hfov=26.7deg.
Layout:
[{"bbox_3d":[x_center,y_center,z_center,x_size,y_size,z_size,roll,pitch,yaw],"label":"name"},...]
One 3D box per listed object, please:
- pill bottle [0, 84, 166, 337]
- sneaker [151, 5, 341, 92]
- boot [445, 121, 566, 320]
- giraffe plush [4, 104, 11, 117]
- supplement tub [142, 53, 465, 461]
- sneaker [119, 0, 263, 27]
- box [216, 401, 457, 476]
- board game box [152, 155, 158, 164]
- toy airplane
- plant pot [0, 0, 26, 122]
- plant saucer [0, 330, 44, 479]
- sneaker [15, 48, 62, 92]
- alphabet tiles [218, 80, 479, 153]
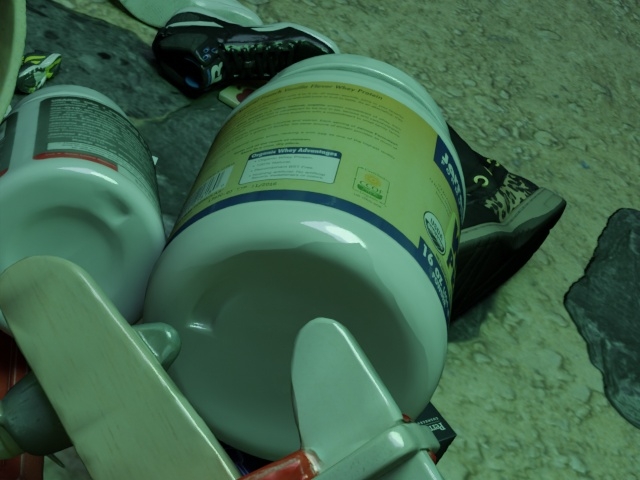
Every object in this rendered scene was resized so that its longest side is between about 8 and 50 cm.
[{"bbox_3d":[-0.220,-0.034,1.173,0.161,0.161,0.283,17,18,-15],"label":"pill bottle"},{"bbox_3d":[-0.092,-0.205,1.587,0.217,0.079,0.121,12,36,9],"label":"sneaker"},{"bbox_3d":[0.082,-0.058,1.456,0.284,0.138,0.377,42,33,17],"label":"boot"},{"bbox_3d":[-0.373,-0.189,1.306,0.210,0.170,0.181,-14,52,-44],"label":"giraffe plush"},{"bbox_3d":[0.000,0.000,1.095,0.228,0.228,0.316,24,34,-5],"label":"supplement tub"},{"bbox_3d":[-0.168,-0.301,1.686,0.212,0.080,0.094,29,23,-10],"label":"sneaker"},{"bbox_3d":[-0.043,0.158,1.153,0.261,0.103,0.184,-10,52,-42],"label":"box"},{"bbox_3d":[-0.251,-0.078,1.373,0.154,0.026,0.103,22,35,-8],"label":"board game box"},{"bbox_3d":[-0.083,0.226,0.890,0.385,0.272,0.386,13,69,0],"label":"toy airplane"},{"bbox_3d":[-0.471,-0.196,1.120,0.305,0.333,0.334,20,24,40],"label":"plant pot"},{"bbox_3d":[-0.338,0.108,1.063,0.259,0.047,0.258,14,37,-20],"label":"plant saucer"},{"bbox_3d":[-0.315,-0.185,1.469,0.035,0.031,0.083,20,29,13],"label":"sneaker"},{"bbox_3d":[0.054,-0.116,1.641,0.343,0.011,0.285,33,35,8],"label":"alphabet tiles"}]
